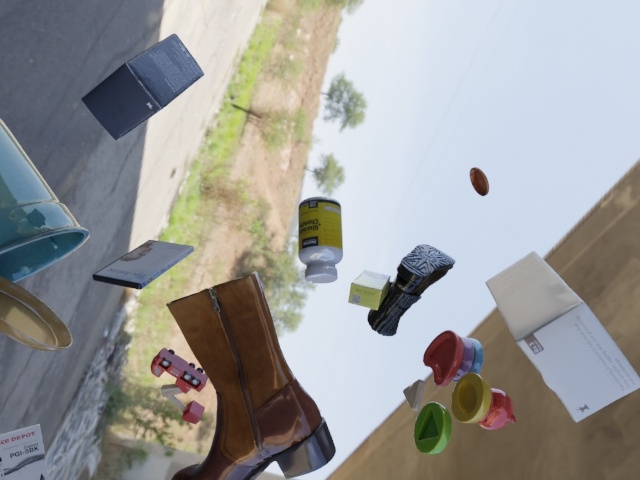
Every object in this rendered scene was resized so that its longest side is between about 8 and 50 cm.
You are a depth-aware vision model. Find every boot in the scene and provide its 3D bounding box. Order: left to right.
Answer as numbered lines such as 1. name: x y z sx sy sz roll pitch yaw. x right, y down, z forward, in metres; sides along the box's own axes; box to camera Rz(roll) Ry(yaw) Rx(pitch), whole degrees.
1. boot: -0.148 0.212 0.726 0.264 0.281 0.096 -25 -177 22
2. boot: 0.299 0.160 1.755 0.347 0.131 0.260 -15 135 -52

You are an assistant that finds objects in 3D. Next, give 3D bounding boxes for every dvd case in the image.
1. dvd case: -0.528 0.066 1.582 0.253 0.180 0.022 -46 138 -54

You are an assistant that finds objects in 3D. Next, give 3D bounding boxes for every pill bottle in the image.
1. pill bottle: 0.000 0.000 1.195 0.103 0.103 0.184 127 -35 -64

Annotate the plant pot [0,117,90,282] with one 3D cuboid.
1. plant pot: -0.770 -0.085 1.192 0.341 0.334 0.341 -30 -179 0

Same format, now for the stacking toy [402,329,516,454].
1. stacking toy: 0.363 0.417 1.393 0.280 0.130 0.309 -60 -162 24

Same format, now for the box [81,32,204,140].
1. box: -0.367 -0.325 1.106 0.153 0.108 0.207 -23 -154 29

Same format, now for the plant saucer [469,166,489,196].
1. plant saucer: 0.428 -0.159 1.411 0.083 0.013 0.084 157 -90 -83

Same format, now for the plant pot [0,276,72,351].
1. plant pot: -0.630 0.157 1.102 0.032 0.236 0.236 -48 -174 -7

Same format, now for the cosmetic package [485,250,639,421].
1. cosmetic package: 0.516 0.190 1.172 0.156 0.217 0.385 -37 -172 13

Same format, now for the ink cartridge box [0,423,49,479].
1. ink cartridge box: -0.513 0.388 0.874 0.056 0.099 0.136 -33 -110 46

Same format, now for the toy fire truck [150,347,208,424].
1. toy fire truck: -0.355 0.367 1.322 0.135 0.192 0.047 -48 -166 21

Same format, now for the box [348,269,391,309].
1. box: 0.139 0.132 1.464 0.232 0.087 0.058 -29 130 -76
